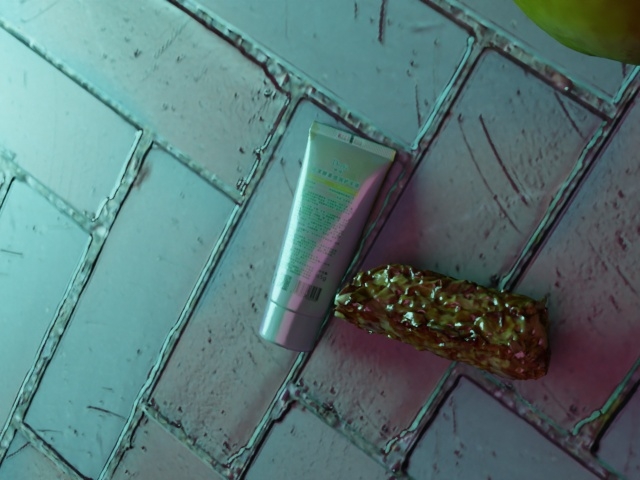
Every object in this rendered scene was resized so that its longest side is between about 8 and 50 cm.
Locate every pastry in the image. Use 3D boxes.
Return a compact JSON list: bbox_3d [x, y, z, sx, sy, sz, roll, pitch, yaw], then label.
[{"bbox_3d":[0.093,0.053,0.854,0.169,0.087,0.063,17,73,24],"label":"pastry"}]

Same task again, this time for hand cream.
[{"bbox_3d":[0.000,0.000,0.917,0.076,0.047,0.174,22,100,24],"label":"hand cream"}]

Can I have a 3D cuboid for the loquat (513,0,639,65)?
[{"bbox_3d":[0.189,-0.219,0.656,0.244,0.244,0.244,6,102,27],"label":"loquat"}]
